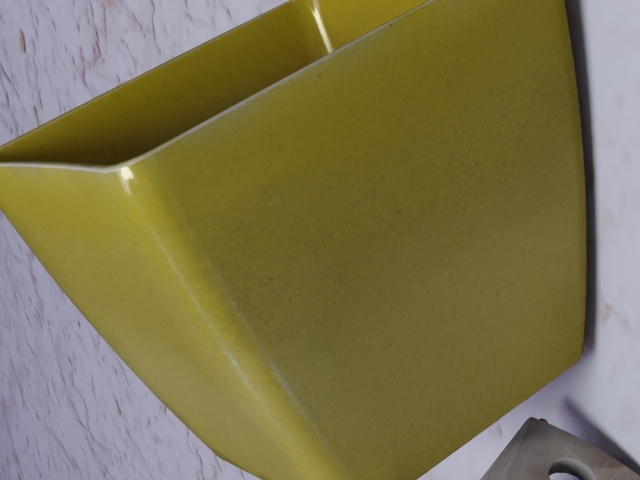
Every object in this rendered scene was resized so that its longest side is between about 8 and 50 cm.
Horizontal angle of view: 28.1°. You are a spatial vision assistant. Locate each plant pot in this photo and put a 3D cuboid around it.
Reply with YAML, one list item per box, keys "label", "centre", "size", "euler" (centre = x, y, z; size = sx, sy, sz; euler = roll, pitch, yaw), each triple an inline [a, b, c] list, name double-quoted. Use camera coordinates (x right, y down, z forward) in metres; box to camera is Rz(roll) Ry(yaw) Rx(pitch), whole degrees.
- label: "plant pot"
  centre: [0.000, 0.000, 0.587]
  size: [0.212, 0.212, 0.187]
  euler: [6, 124, 61]

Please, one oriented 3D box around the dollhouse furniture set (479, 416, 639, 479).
- label: "dollhouse furniture set"
  centre: [0.131, 0.198, 0.563]
  size: [0.184, 0.129, 0.129]
  euler: [29, 135, 21]
